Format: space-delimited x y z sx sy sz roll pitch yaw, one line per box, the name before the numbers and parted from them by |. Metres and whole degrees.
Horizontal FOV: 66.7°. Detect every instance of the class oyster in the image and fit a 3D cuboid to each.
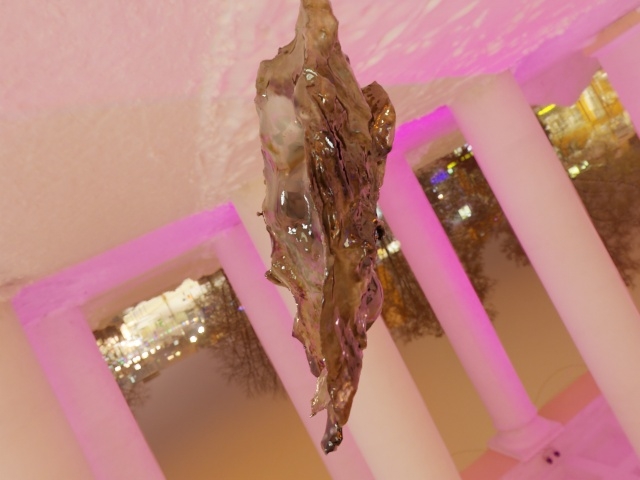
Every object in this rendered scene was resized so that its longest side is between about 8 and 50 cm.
oyster | -0.002 -0.011 0.427 0.096 0.362 0.221 -13 -155 -21
